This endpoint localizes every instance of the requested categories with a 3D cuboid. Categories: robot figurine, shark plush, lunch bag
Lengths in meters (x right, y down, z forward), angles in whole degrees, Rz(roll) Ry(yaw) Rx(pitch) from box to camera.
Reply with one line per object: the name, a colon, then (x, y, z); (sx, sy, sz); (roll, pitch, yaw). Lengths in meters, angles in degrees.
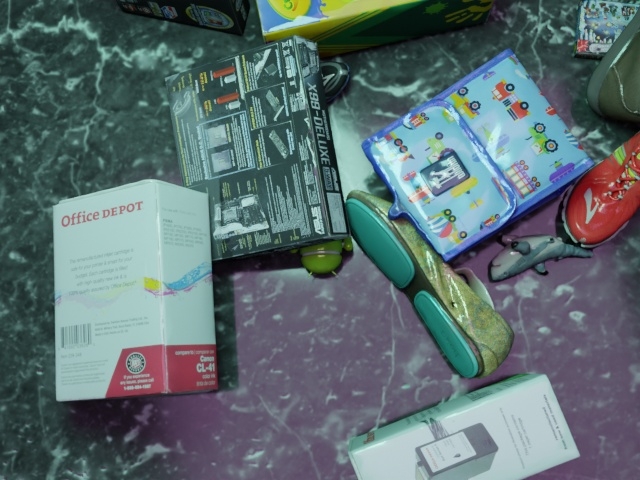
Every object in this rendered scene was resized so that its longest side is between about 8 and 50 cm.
robot figurine: (0.000, 0.000, 1.402); (0.101, 0.067, 0.115); (-3, 81, -2)
shark plush: (0.346, 0.024, 1.401); (0.161, 0.073, 0.067); (-6, 100, -18)
lunch bag: (0.218, -0.112, 1.346); (0.293, 0.138, 0.221); (-31, 80, -14)

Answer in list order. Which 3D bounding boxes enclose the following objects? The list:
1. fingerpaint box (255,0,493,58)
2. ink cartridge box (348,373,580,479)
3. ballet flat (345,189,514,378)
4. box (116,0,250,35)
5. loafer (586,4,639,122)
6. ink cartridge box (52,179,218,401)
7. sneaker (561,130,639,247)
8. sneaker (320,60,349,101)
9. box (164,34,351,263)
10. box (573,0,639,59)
fingerpaint box: (0.049, -0.543, 1.438); (0.371, 0.163, 0.445); (-13, 80, 1)
ink cartridge box: (0.195, 0.297, 1.272); (0.289, 0.211, 0.121); (-22, 82, 1)
ballet flat: (0.173, 0.050, 1.371); (0.123, 0.123, 0.348); (-36, 80, -3)
box: (-0.236, -0.418, 1.381); (0.216, 0.270, 0.060); (13, 81, 5)
loafer: (0.553, -0.327, 1.326); (0.130, 0.134, 0.366); (51, 124, 46)
ink cartridge box: (-0.281, 0.083, 1.336); (0.226, 0.131, 0.306); (-9, 78, 31)
sneaker: (0.480, -0.109, 1.364); (0.107, 0.118, 0.279); (43, 86, 9)
sneaker: (-0.046, -0.256, 1.440); (0.188, 0.078, 0.067); (-6, 81, 2)
box: (-0.100, -0.131, 1.366); (0.242, 0.076, 0.307); (-12, 86, 26)
box: (0.487, -0.340, 1.446); (0.137, 0.027, 0.094); (7, 82, 4)
